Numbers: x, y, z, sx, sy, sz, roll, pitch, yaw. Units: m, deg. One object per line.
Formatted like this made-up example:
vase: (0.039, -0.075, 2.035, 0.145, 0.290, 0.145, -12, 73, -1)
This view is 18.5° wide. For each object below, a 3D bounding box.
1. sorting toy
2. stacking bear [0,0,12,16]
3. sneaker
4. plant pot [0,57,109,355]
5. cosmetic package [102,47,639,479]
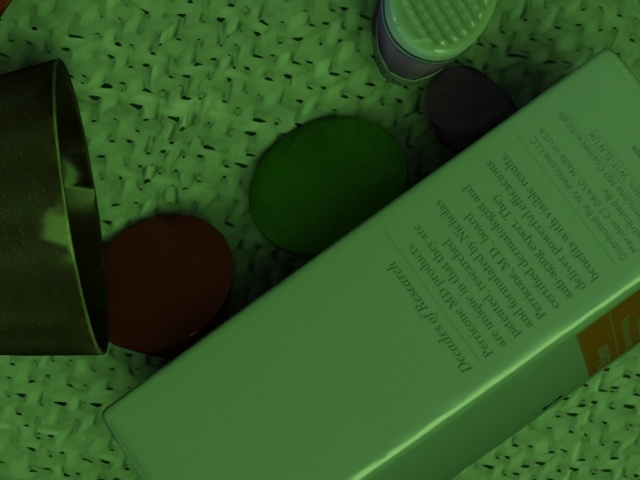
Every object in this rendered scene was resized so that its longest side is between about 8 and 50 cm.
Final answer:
sorting toy: (0.000, 0.000, 1.544, 0.365, 0.127, 0.126, -31, 142, -3)
stacking bear: (-0.277, -0.262, 1.339, 0.164, 0.175, 0.289, -12, 120, -11)
sneaker: (0.106, -0.246, 1.460, 0.102, 0.161, 0.282, 28, 77, -1)
plant pot: (-0.283, -0.007, 1.412, 0.230, 0.215, 0.215, -9, 112, 0)
cosmetic package: (0.085, 0.075, 1.483, 0.453, 0.230, 0.161, -36, 73, 2)
